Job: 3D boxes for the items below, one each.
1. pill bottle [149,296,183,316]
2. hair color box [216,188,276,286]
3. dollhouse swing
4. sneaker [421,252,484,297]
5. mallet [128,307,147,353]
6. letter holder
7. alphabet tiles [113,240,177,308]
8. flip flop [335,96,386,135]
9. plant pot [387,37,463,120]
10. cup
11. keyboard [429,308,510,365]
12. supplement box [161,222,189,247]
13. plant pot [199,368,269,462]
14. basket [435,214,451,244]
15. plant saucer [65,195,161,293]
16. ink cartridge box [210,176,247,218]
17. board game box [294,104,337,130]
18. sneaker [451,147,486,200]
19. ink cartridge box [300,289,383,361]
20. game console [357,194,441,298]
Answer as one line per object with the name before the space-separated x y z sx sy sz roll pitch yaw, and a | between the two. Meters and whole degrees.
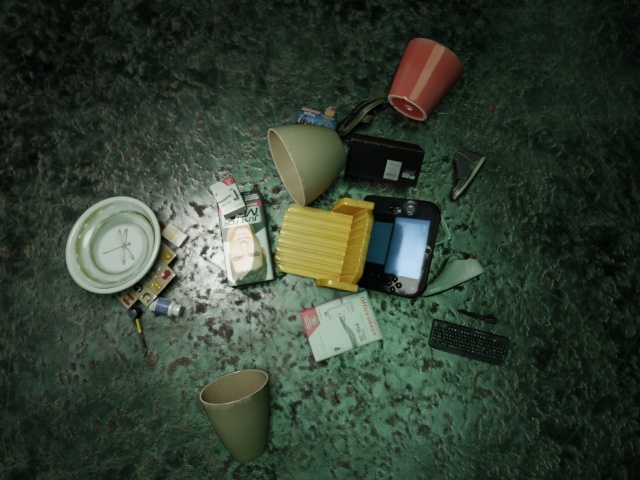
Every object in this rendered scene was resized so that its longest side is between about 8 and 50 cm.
pill bottle | -0.624 0.272 1.730 0.120 0.067 0.067 14 81 2
hair color box | -0.305 -0.006 1.755 0.185 0.113 0.375 -10 82 -2
dollhouse swing | 0.000 0.000 1.685 0.304 0.315 0.347 15 81 -11
sneaker | 0.521 0.139 1.757 0.289 0.106 0.123 -22 75 -14
mallet | -0.730 0.363 1.716 0.039 0.062 0.190 -14 82 -2
letter holder | 0.264 -0.350 1.815 0.301 0.214 0.152 10 113 0
alphabet tiles | -0.760 0.099 1.750 0.342 0.011 0.285 38 82 17
flip flop | 0.181 -0.533 1.858 0.277 0.112 0.080 -46 121 -16
plant pot | 0.428 -0.664 1.808 0.274 0.275 0.243 30 92 4
cup | -0.037 -0.333 1.718 0.236 0.331 0.331 -26 82 -13
keyboard | 0.618 0.380 1.749 0.316 0.033 0.202 14 81 1
supplement box | -0.611 -0.021 1.792 0.098 0.036 0.062 36 82 5
plant pot | -0.295 0.670 1.599 0.256 0.256 0.274 -11 97 -3
basket | 0.436 -0.023 1.773 0.167 0.103 0.114 -19 82 -4
plant saucer | -0.816 0.024 1.722 0.399 0.100 0.401 -2 72 7
ink cartridge box | -0.364 -0.169 1.696 0.099 0.056 0.135 -25 81 -6
board game box | -0.005 -0.509 1.866 0.194 0.060 0.194 20 81 2
sneaker | 0.604 -0.285 1.841 0.118 0.083 0.222 34 89 23
ink cartridge box | 0.082 0.336 1.703 0.282 0.117 0.208 -19 81 -3
game console | 0.287 0.018 1.707 0.341 0.060 0.387 11 84 28
